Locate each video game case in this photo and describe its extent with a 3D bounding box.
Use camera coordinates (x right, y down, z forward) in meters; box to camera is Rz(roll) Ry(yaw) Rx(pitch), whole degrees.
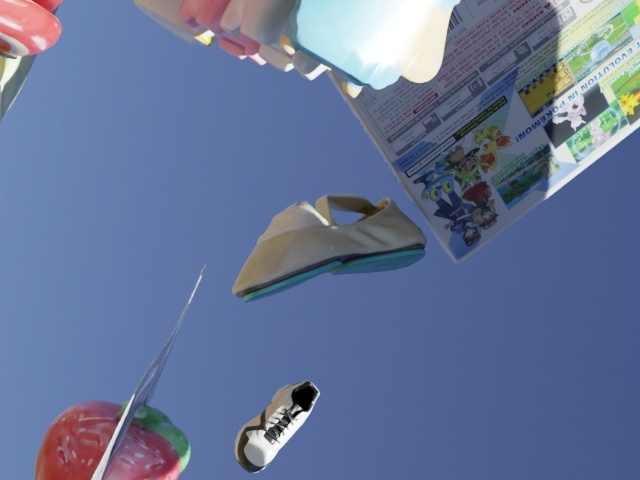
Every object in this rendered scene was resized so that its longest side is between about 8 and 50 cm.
[{"bbox_3d":[0.193,-0.167,1.606,0.329,0.300,0.036,-38,-136,-1],"label":"video game case"}]

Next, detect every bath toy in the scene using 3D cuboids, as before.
[{"bbox_3d":[-0.029,-0.203,1.426,0.348,0.151,0.129,25,-96,56],"label":"bath toy"}]

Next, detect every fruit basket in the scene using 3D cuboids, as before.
[{"bbox_3d":[-0.172,0.233,1.340,0.353,0.165,0.327,-60,-177,27],"label":"fruit basket"}]

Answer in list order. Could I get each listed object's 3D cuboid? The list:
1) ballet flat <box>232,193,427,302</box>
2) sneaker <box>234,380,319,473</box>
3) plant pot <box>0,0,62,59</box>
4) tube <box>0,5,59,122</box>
[{"bbox_3d":[0.000,0.000,1.578,0.086,0.248,0.086,6,-80,38],"label":"ballet flat"},{"bbox_3d":[-0.040,0.167,1.592,0.044,0.040,0.109,-35,-164,53],"label":"sneaker"},{"bbox_3d":[-0.255,-0.237,1.293,0.191,0.191,0.174,-3,-108,65],"label":"plant pot"},{"bbox_3d":[-0.270,-0.231,1.648,0.062,0.070,0.240,-3,-118,32],"label":"tube"}]
